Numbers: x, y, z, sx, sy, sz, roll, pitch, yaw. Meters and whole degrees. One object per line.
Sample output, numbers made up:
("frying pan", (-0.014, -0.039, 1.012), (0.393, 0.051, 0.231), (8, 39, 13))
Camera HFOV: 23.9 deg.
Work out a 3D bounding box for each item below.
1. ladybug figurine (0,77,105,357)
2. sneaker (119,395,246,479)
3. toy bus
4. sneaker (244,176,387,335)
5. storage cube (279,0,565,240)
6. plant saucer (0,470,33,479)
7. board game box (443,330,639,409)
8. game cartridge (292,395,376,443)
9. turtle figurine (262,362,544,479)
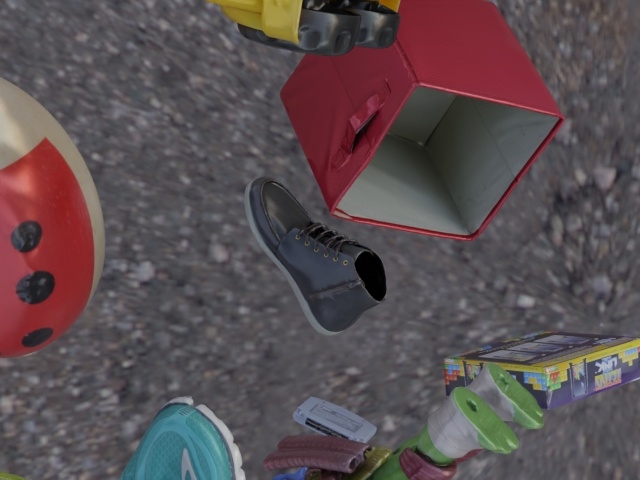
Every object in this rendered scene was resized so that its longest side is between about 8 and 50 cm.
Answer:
("ladybug figurine", (-0.434, -0.009, 1.925), (0.305, 0.162, 0.449), (-9, 128, 8))
("sneaker", (-0.145, 0.253, 1.194), (0.107, 0.110, 0.275), (30, 106, 20))
("toy bus", (-0.051, -0.212, 1.014), (0.212, 0.220, 0.149), (11, 102, 19))
("sneaker", (0.000, 0.000, 1.883), (0.118, 0.083, 0.222), (-34, 88, 45))
("storage cube", (0.100, -0.138, 1.564), (0.183, 0.215, 0.193), (-56, 40, 34))
("plant saucer", (-0.170, 0.174, 0.697), (0.241, 0.241, 0.037), (22, 118, 11))
("board game box", (0.240, 0.137, 1.624), (0.141, 0.170, 0.048), (3, 100, 47))
("game cartridge", (0.017, 0.198, 1.647), (0.083, 0.056, 0.017), (24, 114, 16))
("turtle figurine", (0.092, 0.253, 1.320), (0.266, 0.198, 0.274), (-47, 46, 24))
